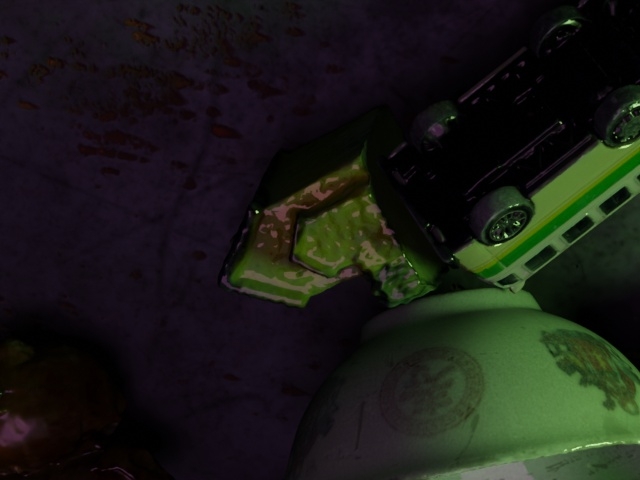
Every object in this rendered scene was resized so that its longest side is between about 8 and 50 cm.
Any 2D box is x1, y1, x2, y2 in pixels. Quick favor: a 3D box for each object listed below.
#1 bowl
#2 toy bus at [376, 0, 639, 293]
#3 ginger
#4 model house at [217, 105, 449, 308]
[{"bbox_3d":[0.145,0.164,1.641,0.434,0.435,0.196,-14,73,15],"label":"bowl"},{"bbox_3d":[0.231,-0.095,1.541,0.305,0.143,0.179,-39,146,10],"label":"toy bus"},{"bbox_3d":[-0.390,0.246,1.824,0.418,0.176,0.254,-20,102,15],"label":"ginger"},{"bbox_3d":[0.000,0.000,1.636,0.211,0.194,0.170,-23,109,18],"label":"model house"}]
